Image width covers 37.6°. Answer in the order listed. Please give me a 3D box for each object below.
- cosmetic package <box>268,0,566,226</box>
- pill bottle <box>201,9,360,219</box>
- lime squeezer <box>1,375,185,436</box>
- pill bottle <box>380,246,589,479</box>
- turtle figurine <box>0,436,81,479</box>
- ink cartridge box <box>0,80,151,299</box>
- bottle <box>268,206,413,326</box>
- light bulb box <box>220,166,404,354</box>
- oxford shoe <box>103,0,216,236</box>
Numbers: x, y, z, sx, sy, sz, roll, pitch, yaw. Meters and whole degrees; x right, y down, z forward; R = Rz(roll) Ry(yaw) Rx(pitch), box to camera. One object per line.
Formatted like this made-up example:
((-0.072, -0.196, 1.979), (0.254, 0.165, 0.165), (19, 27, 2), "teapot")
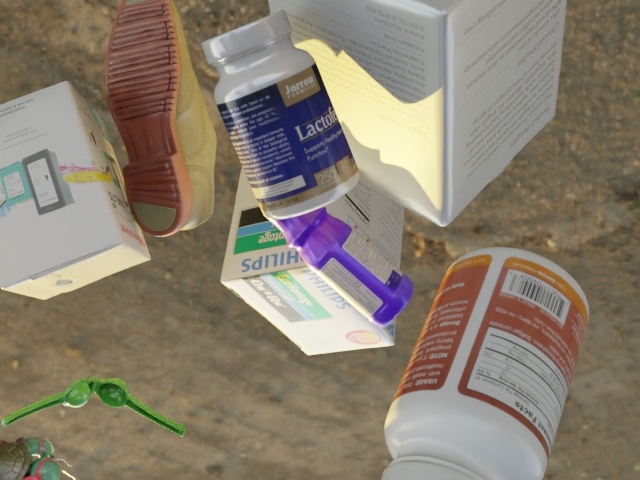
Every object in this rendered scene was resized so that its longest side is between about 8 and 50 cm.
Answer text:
((0.153, -0.307, 1.433), (0.327, 0.329, 0.394), (29, 146, 30), "cosmetic package")
((-0.059, -0.176, 1.316), (0.153, 0.153, 0.265), (-17, 106, 21), "pill bottle")
((-0.390, 0.285, 1.613), (0.310, 0.110, 0.059), (10, 142, -28), "lime squeezer")
((0.120, 0.119, 0.708), (0.121, 0.216, 0.121), (19, 144, 14), "pill bottle")
((-0.397, 0.304, 1.185), (0.234, 0.175, 0.118), (-3, 124, 19), "turtle figurine")
((-0.419, -0.069, 1.481), (0.197, 0.270, 0.198), (-21, 172, -1), "ink cartridge box")
((0.029, 0.023, 1.595), (0.283, 0.118, 0.092), (41, 109, -4), "bottle")
((0.000, 0.000, 1.979), (0.225, 0.361, 0.358), (-11, 144, 28), "light bulb box")
((-0.249, -0.210, 1.525), (0.140, 0.397, 0.146), (1, -173, 28), "oxford shoe")
